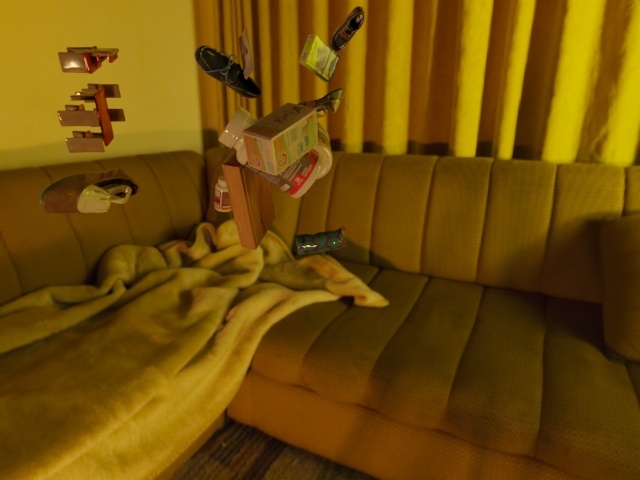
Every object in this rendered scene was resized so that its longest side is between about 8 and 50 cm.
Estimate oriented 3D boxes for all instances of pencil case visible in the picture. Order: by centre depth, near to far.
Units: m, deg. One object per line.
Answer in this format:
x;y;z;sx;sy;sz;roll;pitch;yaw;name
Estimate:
0.000;0.000;1.284;0.152;0.064;0.070;-8;47;16;pencil case

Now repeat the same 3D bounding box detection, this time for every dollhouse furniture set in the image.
-0.621;-0.399;1.206;0.135;0.258;0.262;-2;34;-9;dollhouse furniture set

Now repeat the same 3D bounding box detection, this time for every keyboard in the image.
-0.336;-0.846;1.937;0.014;0.255;0.072;10;-31;-42;keyboard

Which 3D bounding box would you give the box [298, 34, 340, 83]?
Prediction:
0.004;-0.676;1.614;0.042;0.108;0.178;26;6;39;box

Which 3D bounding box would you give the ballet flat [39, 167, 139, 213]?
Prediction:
-0.651;-0.137;1.269;0.124;0.116;0.342;25;17;1;ballet flat

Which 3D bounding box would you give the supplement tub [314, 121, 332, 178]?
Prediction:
-0.047;-0.422;1.976;0.191;0.191;0.272;-2;40;-3;supplement tub

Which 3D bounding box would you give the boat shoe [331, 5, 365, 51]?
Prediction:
0.097;-0.777;1.593;0.065;0.183;0.083;28;37;-19;boat shoe

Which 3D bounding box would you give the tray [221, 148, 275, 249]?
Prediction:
-0.262;-0.177;1.649;0.076;0.410;0.202;14;48;14;tray

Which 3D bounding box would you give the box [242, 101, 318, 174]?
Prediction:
-0.107;-0.286;1.195;0.103;0.114;0.203;23;48;27;box

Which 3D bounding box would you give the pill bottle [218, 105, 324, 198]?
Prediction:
-0.161;-0.290;1.402;0.319;0.176;0.176;32;8;-19;pill bottle

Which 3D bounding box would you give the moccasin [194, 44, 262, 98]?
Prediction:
-0.394;-0.760;1.922;0.117;0.137;0.342;20;1;43;moccasin

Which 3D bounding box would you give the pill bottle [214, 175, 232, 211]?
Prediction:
-0.440;-0.214;1.968;0.086;0.151;0.086;9;30;-5;pill bottle

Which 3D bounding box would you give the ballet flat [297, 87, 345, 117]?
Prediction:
0.011;-0.509;1.630;0.222;0.079;0.077;-26;-11;-18;ballet flat
